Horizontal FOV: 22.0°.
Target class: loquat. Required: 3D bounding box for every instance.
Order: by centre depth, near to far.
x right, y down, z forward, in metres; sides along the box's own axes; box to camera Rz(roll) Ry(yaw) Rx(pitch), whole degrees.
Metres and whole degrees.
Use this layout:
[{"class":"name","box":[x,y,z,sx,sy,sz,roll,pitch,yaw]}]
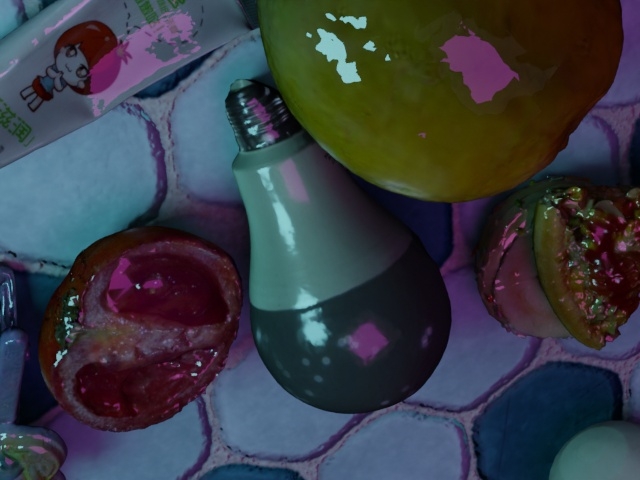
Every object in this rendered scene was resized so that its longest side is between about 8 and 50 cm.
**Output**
[{"class":"loquat","box":[0.094,-0.171,1.319,0.276,0.276,0.284,-44,120,9]}]

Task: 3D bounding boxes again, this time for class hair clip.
[{"class":"hair clip","box":[-0.297,0.160,1.472,0.137,0.090,0.278,-3,120,-7]}]

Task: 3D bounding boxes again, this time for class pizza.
[{"class":"pizza","box":[0.297,0.003,1.523,0.199,0.062,0.188,-28,125,-2]}]

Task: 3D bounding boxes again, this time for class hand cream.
[{"class":"hand cream","box":[-0.204,-0.145,1.349,0.336,0.076,0.121,-32,126,-7]}]

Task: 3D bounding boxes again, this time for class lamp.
[{"class":"lamp","box":[0.005,0.001,1.469,0.182,0.182,0.314,-20,92,-7]}]

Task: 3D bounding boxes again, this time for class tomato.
[{"class":"tomato","box":[-0.165,0.065,1.454,0.173,0.099,0.189,10,110,-37]}]

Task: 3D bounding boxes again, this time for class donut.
[{"class":"donut","box":[0.225,0.013,1.582,0.174,0.068,0.175,-7,122,-12]}]

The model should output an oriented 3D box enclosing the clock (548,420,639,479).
[{"class":"clock","box":[0.370,0.354,1.775,0.325,0.184,0.342,6,112,-17]}]
